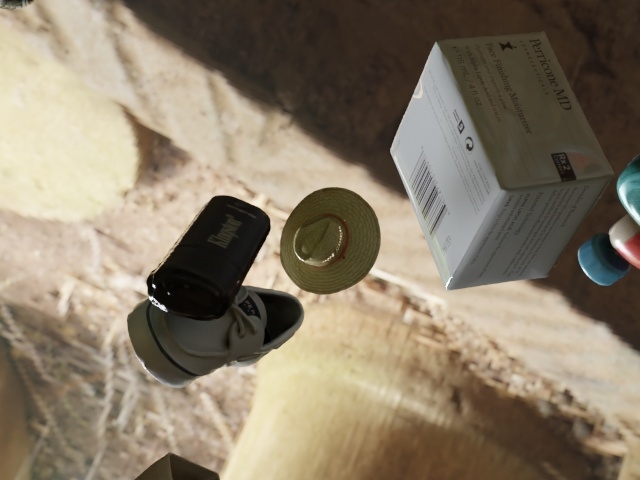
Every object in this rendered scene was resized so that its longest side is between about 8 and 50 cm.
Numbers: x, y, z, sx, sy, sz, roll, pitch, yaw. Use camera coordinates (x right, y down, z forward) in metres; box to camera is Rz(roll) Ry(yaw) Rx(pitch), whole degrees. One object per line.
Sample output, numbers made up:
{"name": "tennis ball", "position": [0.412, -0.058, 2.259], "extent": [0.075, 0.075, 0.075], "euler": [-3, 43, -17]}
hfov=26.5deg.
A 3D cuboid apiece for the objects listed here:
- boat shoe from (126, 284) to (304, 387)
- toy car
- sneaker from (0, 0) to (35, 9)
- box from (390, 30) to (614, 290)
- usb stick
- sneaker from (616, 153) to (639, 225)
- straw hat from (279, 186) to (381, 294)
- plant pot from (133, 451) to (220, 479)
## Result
{"name": "boat shoe", "position": [-0.094, 0.076, 1.304], "extent": [0.084, 0.095, 0.258], "euler": [-30, 173, 19]}
{"name": "toy car", "position": [0.539, 0.033, 1.942], "extent": [0.219, 0.210, 0.238], "euler": [-42, 80, 38]}
{"name": "sneaker", "position": [-0.152, -0.289, 0.994], "extent": [0.146, 0.343, 0.134], "euler": [22, 144, 6]}
{"name": "box", "position": [0.169, -0.076, 1.319], "extent": [0.119, 0.181, 0.182], "euler": [-8, 149, -20]}
{"name": "usb stick", "position": [-0.100, 0.011, 1.283], "extent": [0.077, 0.045, 0.278], "euler": [15, -163, 2]}
{"name": "sneaker", "position": [0.309, 0.044, 1.002], "extent": [0.275, 0.110, 0.107], "euler": [55, 155, 20]}
{"name": "straw hat", "position": [0.000, 0.000, 1.713], "extent": [0.144, 0.144, 0.061], "euler": [11, 180, 24]}
{"name": "plant pot", "position": [-0.185, 0.337, 1.657], "extent": [0.096, 0.109, 0.109], "euler": [-27, 145, 21]}
